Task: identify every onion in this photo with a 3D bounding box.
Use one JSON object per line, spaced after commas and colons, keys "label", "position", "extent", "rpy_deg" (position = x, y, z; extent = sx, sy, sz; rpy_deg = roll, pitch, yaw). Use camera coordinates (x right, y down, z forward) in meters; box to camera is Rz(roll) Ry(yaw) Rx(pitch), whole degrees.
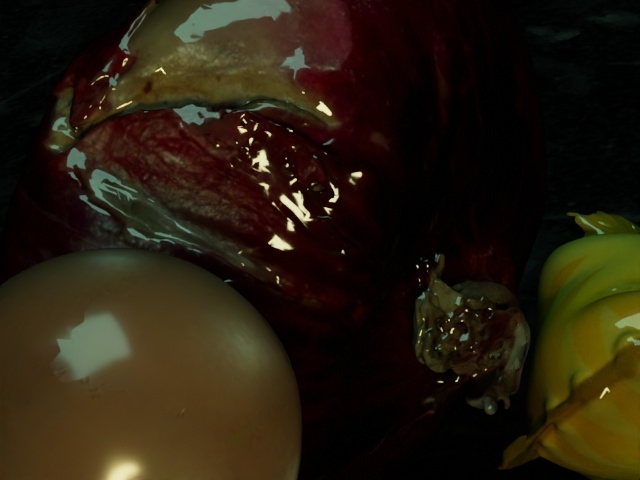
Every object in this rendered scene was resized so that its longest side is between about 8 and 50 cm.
{"label": "onion", "position": [0.000, 0.000, 0.790], "extent": [0.232, 0.314, 0.314], "rpy_deg": [23, 40, 24]}

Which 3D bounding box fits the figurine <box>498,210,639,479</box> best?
{"label": "figurine", "position": [0.179, 0.048, 0.824], "extent": [0.246, 0.131, 0.156], "rpy_deg": [-15, 63, -42]}

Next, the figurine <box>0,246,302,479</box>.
{"label": "figurine", "position": [-0.152, 0.198, 0.541], "extent": [0.276, 0.248, 0.388], "rpy_deg": [-24, 13, 37]}
